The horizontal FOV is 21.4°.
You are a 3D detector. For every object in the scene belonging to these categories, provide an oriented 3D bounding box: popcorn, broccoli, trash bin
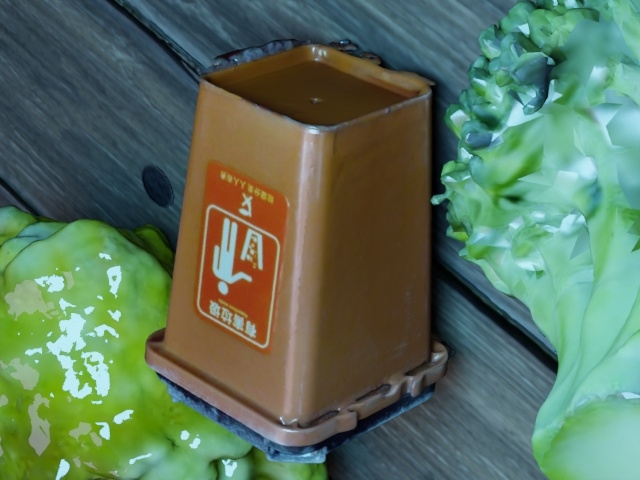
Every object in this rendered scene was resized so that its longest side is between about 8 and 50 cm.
[{"bbox_3d":[-0.175,0.135,1.346,0.292,0.294,0.334,21,157,-25],"label":"popcorn"},{"bbox_3d":[0.214,0.021,0.814,0.324,0.272,0.334,30,149,-31],"label":"broccoli"},{"bbox_3d":[0.000,0.000,1.099,0.161,0.184,0.239,26,122,37],"label":"trash bin"}]
